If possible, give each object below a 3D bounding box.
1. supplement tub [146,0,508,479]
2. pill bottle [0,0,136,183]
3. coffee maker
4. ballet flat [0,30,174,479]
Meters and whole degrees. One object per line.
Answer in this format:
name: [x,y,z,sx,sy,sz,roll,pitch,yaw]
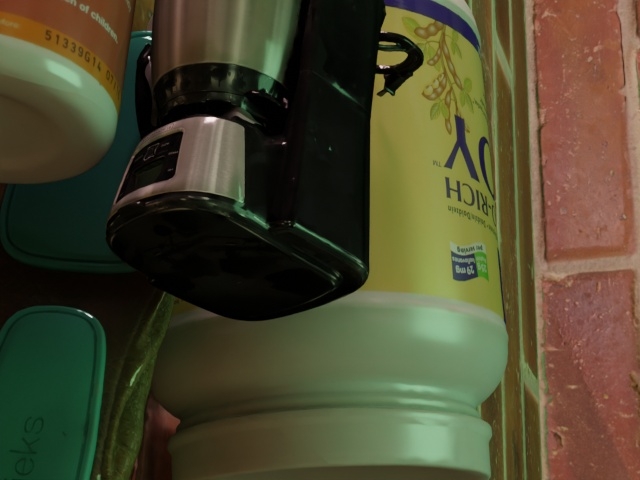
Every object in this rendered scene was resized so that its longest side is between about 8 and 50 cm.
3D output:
supplement tub: [0.000,0.000,0.828,0.241,0.241,0.332,43,42,-66]
pill bottle: [-0.148,-0.147,0.613,0.121,0.121,0.216,56,34,-58]
coffee maker: [-0.017,-0.056,0.630,0.120,0.171,0.178,136,-37,-57]
ballet flat: [-0.128,0.046,0.680,0.124,0.116,0.343,96,0,-59]
